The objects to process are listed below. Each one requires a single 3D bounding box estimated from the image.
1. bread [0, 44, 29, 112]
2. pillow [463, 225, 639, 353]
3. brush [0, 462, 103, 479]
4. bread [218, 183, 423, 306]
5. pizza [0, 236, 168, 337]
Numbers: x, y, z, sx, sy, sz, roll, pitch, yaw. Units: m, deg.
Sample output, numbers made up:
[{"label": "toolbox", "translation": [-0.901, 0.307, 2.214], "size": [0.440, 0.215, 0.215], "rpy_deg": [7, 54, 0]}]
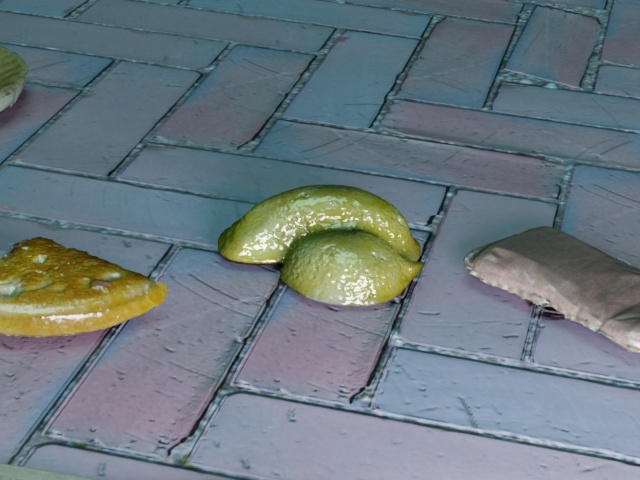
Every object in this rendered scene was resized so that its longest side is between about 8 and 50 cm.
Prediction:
[{"label": "bread", "translation": [-0.451, -0.175, 1.669], "size": [0.267, 0.040, 0.267], "rpy_deg": [3, 27, -1]}, {"label": "pillow", "translation": [0.238, 0.041, 1.341], "size": [0.135, 0.034, 0.211], "rpy_deg": [-17, 34, -41]}, {"label": "brush", "translation": [-0.122, 0.179, 1.027], "size": [0.336, 0.020, 0.085], "rpy_deg": [6, 27, 4]}, {"label": "bread", "translation": [0.000, 0.000, 1.360], "size": [0.187, 0.065, 0.149], "rpy_deg": [7, 32, 3]}, {"label": "pizza", "translation": [-0.228, 0.041, 1.267], "size": [0.178, 0.041, 0.131], "rpy_deg": [-13, 34, -29]}]
